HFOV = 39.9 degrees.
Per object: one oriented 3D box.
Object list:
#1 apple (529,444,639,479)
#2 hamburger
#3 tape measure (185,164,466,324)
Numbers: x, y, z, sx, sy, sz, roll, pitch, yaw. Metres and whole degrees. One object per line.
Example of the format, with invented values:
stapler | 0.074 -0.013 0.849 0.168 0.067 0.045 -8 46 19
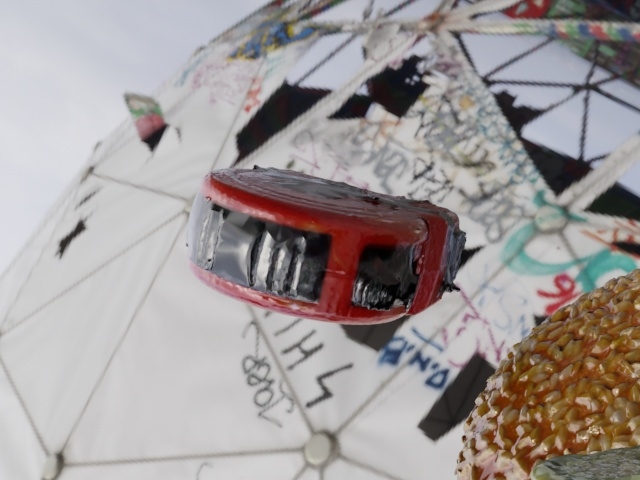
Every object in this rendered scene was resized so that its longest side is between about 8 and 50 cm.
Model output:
apple | 0.211 0.110 0.295 0.265 0.119 0.193 -5 175 4
hamburger | 0.281 0.177 0.690 0.250 0.330 0.330 41 -169 -21
tape measure | -0.001 0.000 0.870 0.253 0.113 0.260 15 -170 20
